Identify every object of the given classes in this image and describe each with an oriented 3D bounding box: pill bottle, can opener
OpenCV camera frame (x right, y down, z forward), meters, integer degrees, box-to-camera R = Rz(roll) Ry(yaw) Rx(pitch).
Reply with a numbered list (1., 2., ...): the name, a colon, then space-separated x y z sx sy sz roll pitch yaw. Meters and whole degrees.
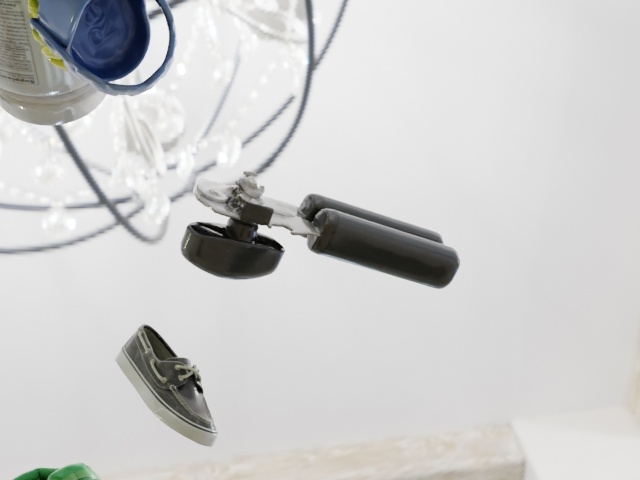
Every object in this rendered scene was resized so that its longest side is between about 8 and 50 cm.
1. pill bottle: -0.277 -0.241 1.137 0.160 0.160 0.283 -5 -25 -9
2. can opener: 0.000 0.000 1.109 0.280 0.074 0.093 12 -68 -26

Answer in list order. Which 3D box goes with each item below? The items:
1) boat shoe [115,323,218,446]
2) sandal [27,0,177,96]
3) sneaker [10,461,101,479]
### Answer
1. boat shoe: -0.199 0.189 1.559 0.078 0.219 0.070 26 -79 -51
2. sandal: -0.199 -0.220 0.894 0.126 0.138 0.317 -44 -37 -4
3. sneaker: -0.260 0.283 1.128 0.109 0.123 0.295 -18 -14 -40
